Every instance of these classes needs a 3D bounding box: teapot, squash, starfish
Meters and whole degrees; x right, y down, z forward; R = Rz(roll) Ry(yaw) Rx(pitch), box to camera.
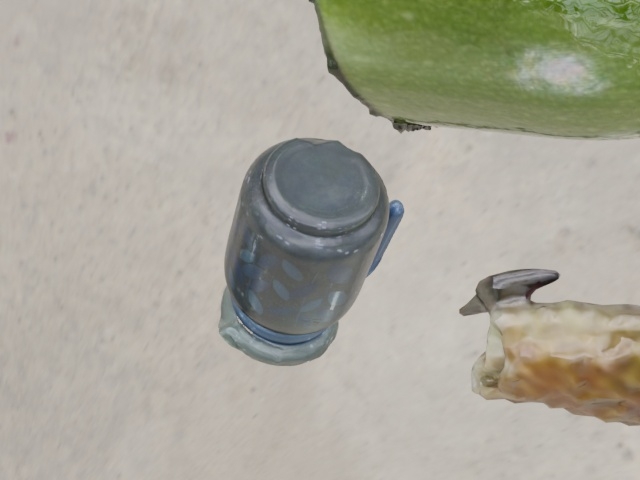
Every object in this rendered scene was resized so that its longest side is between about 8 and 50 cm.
[{"bbox_3d":[-0.004,-0.002,0.614,0.049,0.083,0.063,28,54,5],"label":"teapot"},{"bbox_3d":[0.194,-0.213,1.238,0.310,0.308,0.310,-12,106,-49],"label":"squash"},{"bbox_3d":[0.304,0.019,0.397,0.383,0.398,0.132,8,65,-36],"label":"starfish"}]
